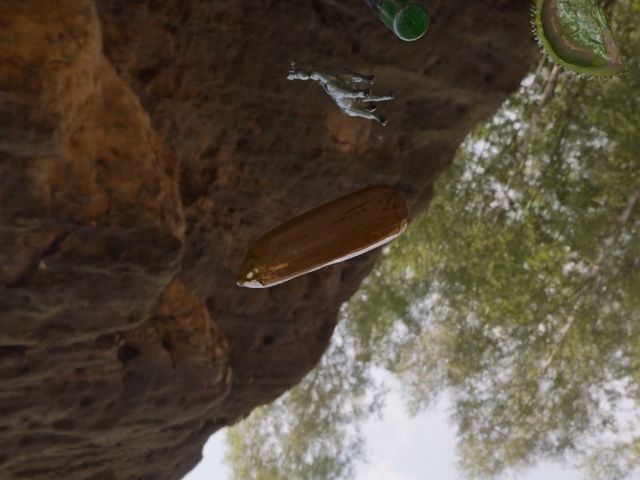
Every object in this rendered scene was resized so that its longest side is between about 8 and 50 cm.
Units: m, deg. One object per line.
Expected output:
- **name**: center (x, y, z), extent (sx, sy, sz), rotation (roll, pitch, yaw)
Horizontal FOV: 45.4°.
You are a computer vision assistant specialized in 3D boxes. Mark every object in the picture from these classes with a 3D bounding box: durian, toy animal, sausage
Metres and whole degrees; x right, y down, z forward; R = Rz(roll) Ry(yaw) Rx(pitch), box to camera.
- **durian**: center (0.352, -0.315, 1.086), extent (0.215, 0.100, 0.086), rotation (58, -150, -7)
- **toy animal**: center (0.062, -0.354, 1.764), extent (0.255, 0.090, 0.170), rotation (30, 168, -39)
- **sausage**: center (-0.001, -0.004, 1.458), extent (0.353, 0.116, 0.134), rotation (-23, -148, -14)

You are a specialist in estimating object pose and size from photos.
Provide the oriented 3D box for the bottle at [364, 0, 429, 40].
- **bottle**: center (0.164, -0.570, 1.812), extent (0.093, 0.093, 0.330), rotation (3, -147, -19)
